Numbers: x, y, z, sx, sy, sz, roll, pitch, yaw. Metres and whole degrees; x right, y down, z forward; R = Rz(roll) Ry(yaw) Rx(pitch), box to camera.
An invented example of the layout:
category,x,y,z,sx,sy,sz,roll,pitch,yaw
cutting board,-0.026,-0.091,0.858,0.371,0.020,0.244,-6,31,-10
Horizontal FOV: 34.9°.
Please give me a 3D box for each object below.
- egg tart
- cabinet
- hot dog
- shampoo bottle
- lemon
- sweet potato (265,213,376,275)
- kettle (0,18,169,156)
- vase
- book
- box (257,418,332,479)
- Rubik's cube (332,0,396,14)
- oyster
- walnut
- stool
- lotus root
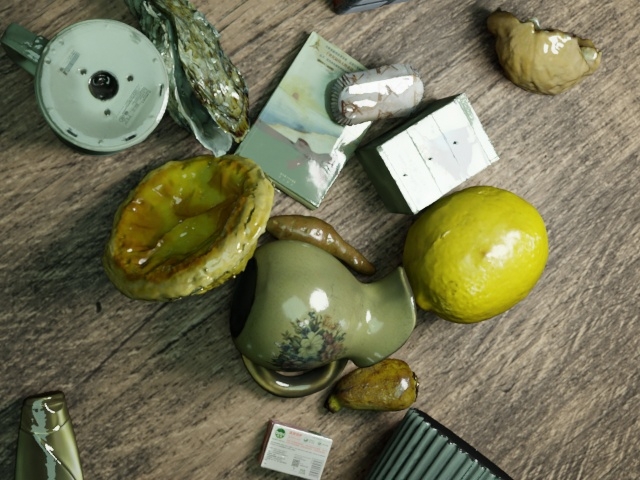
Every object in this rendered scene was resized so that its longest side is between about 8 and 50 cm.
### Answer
category,x,y,z,sx,sy,sz,roll,pitch,yaw
egg tart,-0.222,-0.010,1.803,0.341,0.341,0.132,-36,135,-10
cabinet,0.204,-0.164,1.948,0.206,0.150,0.145,-33,100,-11
hot dog,0.111,-0.279,1.938,0.191,0.059,0.108,-12,110,-18
shampoo bottle,-0.489,0.450,1.842,0.126,0.084,0.350,-2,93,-12
lemon,0.291,0.026,1.927,0.284,0.260,0.260,-20,98,2
sweet potato,0.003,0.000,1.945,0.269,0.075,0.074,24,87,-21
kettle,-0.398,-0.247,1.706,0.265,0.318,0.205,2,93,-13
vase,-0.018,0.165,1.889,0.302,0.241,0.329,12,122,-19
book,-0.013,-0.227,1.953,0.201,0.026,0.289,32,85,-14
box,-0.050,0.406,1.968,0.125,0.043,0.089,20,88,-14
Rubik's cube,0.167,-0.599,1.839,0.301,0.304,0.305,-13,97,-13
oyster,-0.241,-0.319,1.839,0.158,0.162,0.351,-35,88,5
walnut,0.428,-0.355,1.975,0.238,0.204,0.141,16,103,-14
stool,0.194,0.532,1.920,0.297,0.297,0.330,36,89,-13
lotus root,0.097,0.289,1.973,0.191,0.108,0.094,-10,126,-3
